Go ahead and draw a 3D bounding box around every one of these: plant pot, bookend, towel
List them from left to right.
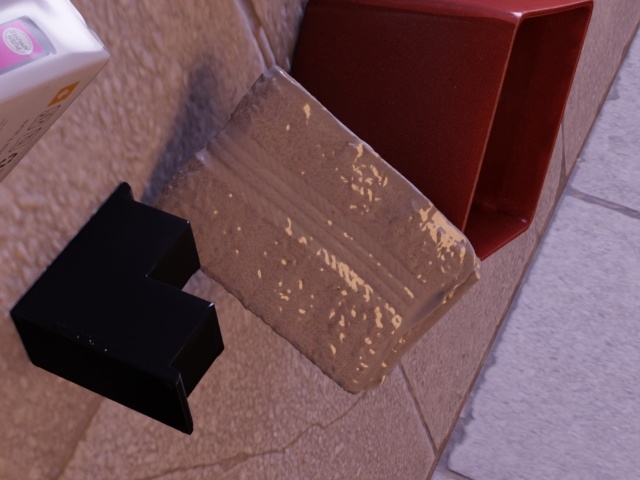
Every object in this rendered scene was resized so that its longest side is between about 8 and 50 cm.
[{"bbox_3d":[-0.134,0.050,0.979,0.157,0.156,0.072,-56,154,-34],"label":"bookend"},{"bbox_3d":[0.000,0.000,1.096,0.187,0.282,0.049,-48,-160,6],"label":"towel"},{"bbox_3d":[0.108,-0.147,1.274,0.267,0.236,0.267,-27,134,-60],"label":"plant pot"}]

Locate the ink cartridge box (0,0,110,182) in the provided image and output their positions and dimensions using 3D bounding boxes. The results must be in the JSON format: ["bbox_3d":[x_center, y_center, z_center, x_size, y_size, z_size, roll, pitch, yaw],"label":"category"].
[{"bbox_3d":[-0.273,-0.013,0.600,0.176,0.069,0.371,-38,-177,38],"label":"ink cartridge box"}]
